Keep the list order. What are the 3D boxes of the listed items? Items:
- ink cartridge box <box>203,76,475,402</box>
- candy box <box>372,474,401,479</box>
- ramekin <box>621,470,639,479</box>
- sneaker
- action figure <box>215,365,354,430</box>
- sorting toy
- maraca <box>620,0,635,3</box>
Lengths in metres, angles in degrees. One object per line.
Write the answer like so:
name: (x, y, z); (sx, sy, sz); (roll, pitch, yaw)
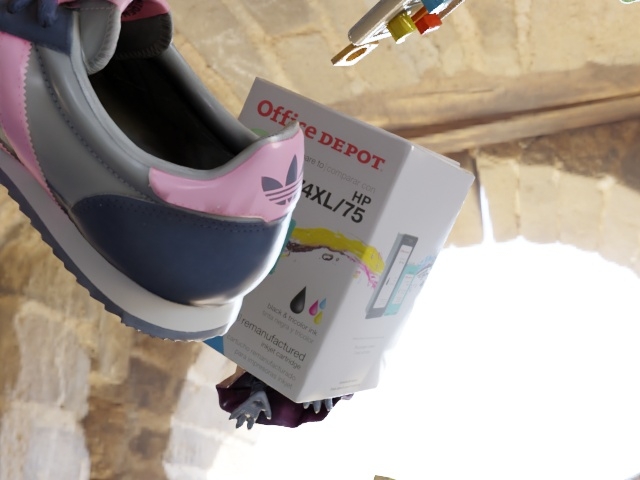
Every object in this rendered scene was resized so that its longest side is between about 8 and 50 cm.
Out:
ink cartridge box: (0.000, 0.000, 0.901); (0.198, 0.270, 0.197); (27, 8, 27)
candy box: (0.174, 0.353, 1.115); (0.205, 0.027, 0.105); (19, -13, -3)
ramekin: (0.369, 0.252, 0.706); (0.277, 0.135, 0.277); (-18, -11, -4)
sneaker: (-0.138, -0.097, 0.425); (0.319, 0.112, 0.131); (39, -55, 5)
action figure: (-0.046, 0.146, 1.416); (0.248, 0.370, 0.276); (13, -59, 7)
sorting toy: (0.158, -0.339, 1.225); (0.196, 0.047, 0.347); (-23, -8, -44)
maraca: (0.262, -0.248, 0.695); (0.185, 0.099, 0.127); (26, -15, -36)
